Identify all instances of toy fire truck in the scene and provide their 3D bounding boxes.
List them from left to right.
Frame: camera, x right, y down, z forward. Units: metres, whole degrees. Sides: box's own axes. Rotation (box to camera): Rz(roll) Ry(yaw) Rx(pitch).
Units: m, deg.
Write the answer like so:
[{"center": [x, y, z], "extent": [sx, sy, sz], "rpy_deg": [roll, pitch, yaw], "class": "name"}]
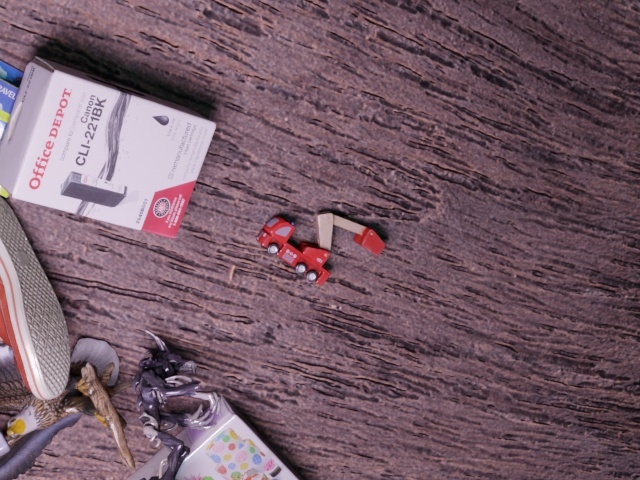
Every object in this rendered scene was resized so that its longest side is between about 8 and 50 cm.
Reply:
[{"center": [0.000, 0.000, 1.825], "extent": [0.192, 0.047, 0.135], "rpy_deg": [36, 91, -23], "class": "toy fire truck"}]

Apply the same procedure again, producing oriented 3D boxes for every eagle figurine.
[{"center": [-0.464, 0.270, 1.689], "extent": [0.298, 0.225, 0.226], "rpy_deg": [-14, 67, 15], "class": "eagle figurine"}]

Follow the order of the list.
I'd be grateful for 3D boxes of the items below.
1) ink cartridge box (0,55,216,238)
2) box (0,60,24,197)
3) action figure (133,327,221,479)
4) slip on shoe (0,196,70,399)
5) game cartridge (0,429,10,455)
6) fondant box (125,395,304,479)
[{"center": [-0.324, -0.136, 1.613], "extent": [0.273, 0.114, 0.196], "rpy_deg": [16, 99, -34], "class": "ink cartridge box"}, {"center": [-0.478, -0.167, 1.617], "extent": [0.109, 0.042, 0.178], "rpy_deg": [28, 94, -25], "class": "box"}, {"center": [-0.231, 0.279, 1.725], "extent": [0.141, 0.164, 0.275], "rpy_deg": [-1, 72, -6], "class": "action figure"}, {"center": [-0.467, 0.090, 1.601], "extent": [0.101, 0.123, 0.331], "rpy_deg": [-29, 79, 13], "class": "slip on shoe"}, {"center": [-0.609, 0.235, 1.571], "extent": [0.198, 0.062, 0.297], "rpy_deg": [-30, 67, -13], "class": "game cartridge"}, {"center": [-0.148, 0.470, 1.876], "extent": [0.238, 0.096, 0.330], "rpy_deg": [-41, 114, -4], "class": "fondant box"}]
